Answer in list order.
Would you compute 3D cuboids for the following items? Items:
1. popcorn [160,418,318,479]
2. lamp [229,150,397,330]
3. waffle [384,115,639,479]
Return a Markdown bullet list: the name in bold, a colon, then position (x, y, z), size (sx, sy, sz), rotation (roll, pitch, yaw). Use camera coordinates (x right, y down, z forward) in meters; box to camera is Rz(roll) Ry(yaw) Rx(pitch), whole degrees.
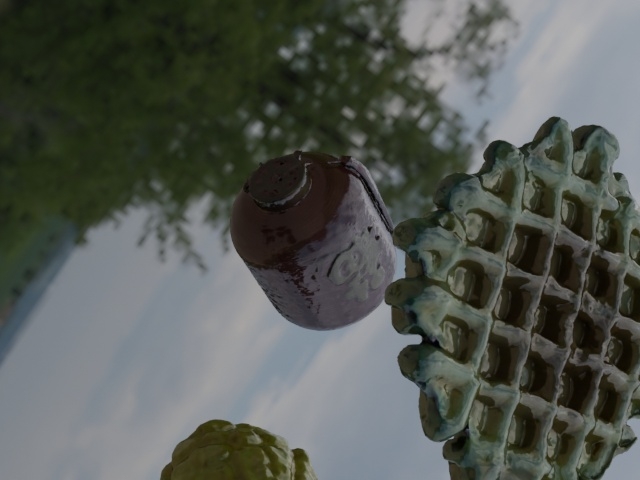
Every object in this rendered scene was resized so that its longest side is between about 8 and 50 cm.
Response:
- **popcorn**: position (-0.092, 0.325, 2.073), size (0.255, 0.195, 0.256), rotation (130, -49, -74)
- **lamp**: position (0.000, 0.000, 2.169), size (0.180, 0.258, 0.180), rotation (-14, -130, 17)
- **waffle**: position (0.175, 0.060, 1.475), size (0.309, 0.291, 0.056), rotation (-35, -161, -34)
